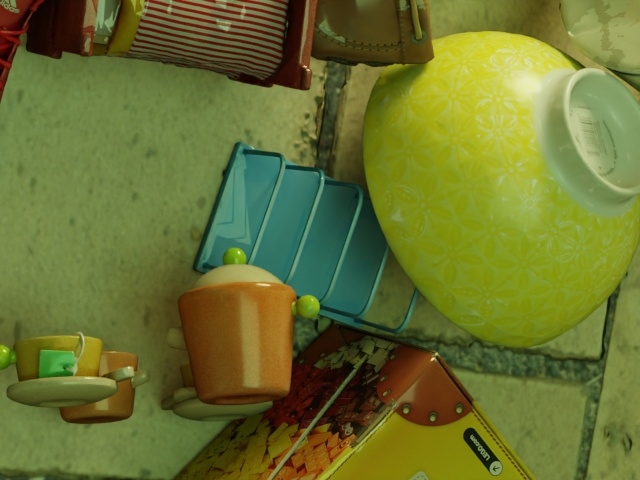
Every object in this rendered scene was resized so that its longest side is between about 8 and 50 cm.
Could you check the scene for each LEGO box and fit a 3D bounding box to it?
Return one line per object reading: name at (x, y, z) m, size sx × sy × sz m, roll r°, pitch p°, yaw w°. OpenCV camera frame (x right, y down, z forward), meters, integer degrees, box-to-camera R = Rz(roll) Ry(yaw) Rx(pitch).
LEGO box at (0.070, 0.384, 1.636) m, size 0.372 × 0.193 × 0.500 m, roll -44°, pitch 111°, yaw -15°

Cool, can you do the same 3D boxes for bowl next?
bowl at (0.193, -0.067, 1.607) m, size 0.289 × 0.156 × 0.289 m, roll 21°, pitch 57°, yaw -36°

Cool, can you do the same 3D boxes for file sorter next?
file sorter at (0.000, 0.000, 1.616) m, size 0.170 × 0.104 × 0.118 m, roll 21°, pitch 85°, yaw -25°

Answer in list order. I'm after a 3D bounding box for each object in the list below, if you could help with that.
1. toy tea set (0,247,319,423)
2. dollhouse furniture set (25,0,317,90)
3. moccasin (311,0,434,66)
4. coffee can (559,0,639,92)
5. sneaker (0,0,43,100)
toy tea set at (-0.171, 0.076, 1.509) m, size 0.336 × 0.200 × 0.124 m, roll 1°, pitch 76°, yaw -23°
dollhouse furniture set at (-0.108, -0.316, 1.493) m, size 0.201 × 0.152 × 0.374 m, roll 4°, pitch 93°, yaw -26°
moccasin at (0.057, -0.334, 1.543) m, size 0.147 × 0.139 × 0.380 m, roll 1°, pitch 93°, yaw 2°
coffee can at (0.370, -0.192, 1.672) m, size 0.275 × 0.201 × 0.202 m, roll 26°, pitch 83°, yaw -45°
sneaker at (-0.266, -0.155, 1.446) m, size 0.087 × 0.128 × 0.221 m, roll 13°, pitch 77°, yaw -25°
